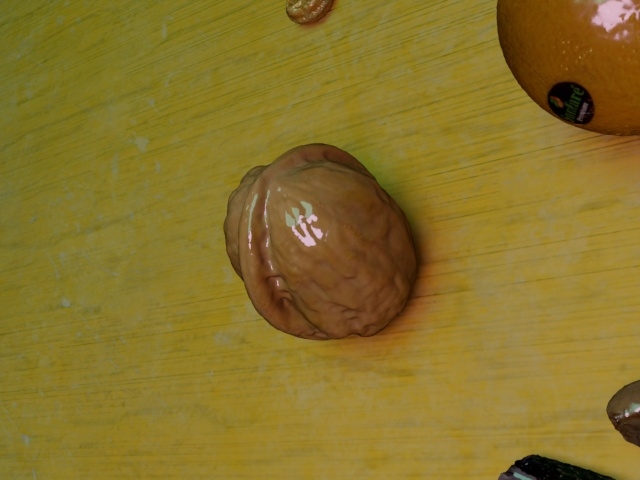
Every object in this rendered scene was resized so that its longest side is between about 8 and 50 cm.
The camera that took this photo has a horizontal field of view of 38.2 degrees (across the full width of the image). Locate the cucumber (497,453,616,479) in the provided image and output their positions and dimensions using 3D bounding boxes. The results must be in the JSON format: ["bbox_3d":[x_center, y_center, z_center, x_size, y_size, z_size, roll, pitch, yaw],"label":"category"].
[{"bbox_3d":[0.288,0.268,0.909,0.245,0.067,0.067,11,80,41],"label":"cucumber"}]

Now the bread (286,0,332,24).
[{"bbox_3d":[-0.015,-0.391,1.449,0.083,0.044,0.111,-10,64,37],"label":"bread"}]

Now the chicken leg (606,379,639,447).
[{"bbox_3d":[0.374,0.155,0.870,0.197,0.085,0.069,-11,41,23],"label":"chicken leg"}]

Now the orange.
[{"bbox_3d":[0.319,-0.237,0.944,0.274,0.274,0.274,-17,63,36],"label":"orange"}]

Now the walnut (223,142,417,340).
[{"bbox_3d":[0.000,0.000,1.135,0.224,0.257,0.257,8,79,44],"label":"walnut"}]
